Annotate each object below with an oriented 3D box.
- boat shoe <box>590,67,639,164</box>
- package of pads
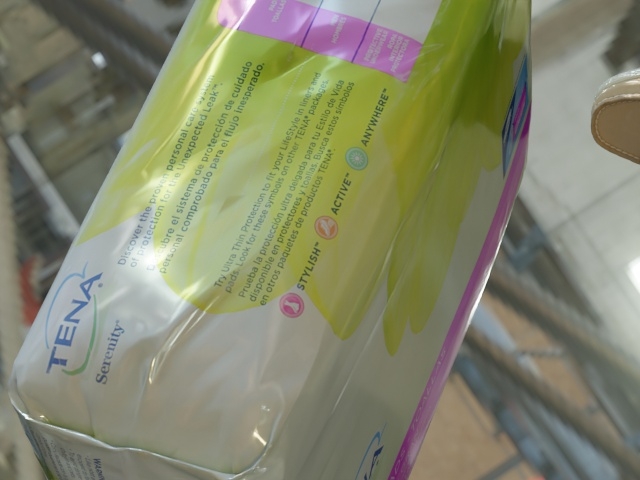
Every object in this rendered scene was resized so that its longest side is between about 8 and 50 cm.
[{"bbox_3d":[0.214,-0.049,0.988,0.170,0.059,0.063,12,-49,31],"label":"boat shoe"},{"bbox_3d":[0.000,0.000,0.717,0.101,0.297,0.229,15,-29,15],"label":"package of pads"}]
